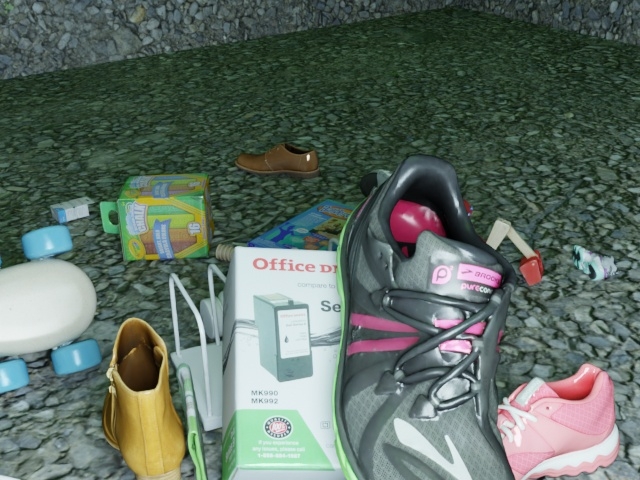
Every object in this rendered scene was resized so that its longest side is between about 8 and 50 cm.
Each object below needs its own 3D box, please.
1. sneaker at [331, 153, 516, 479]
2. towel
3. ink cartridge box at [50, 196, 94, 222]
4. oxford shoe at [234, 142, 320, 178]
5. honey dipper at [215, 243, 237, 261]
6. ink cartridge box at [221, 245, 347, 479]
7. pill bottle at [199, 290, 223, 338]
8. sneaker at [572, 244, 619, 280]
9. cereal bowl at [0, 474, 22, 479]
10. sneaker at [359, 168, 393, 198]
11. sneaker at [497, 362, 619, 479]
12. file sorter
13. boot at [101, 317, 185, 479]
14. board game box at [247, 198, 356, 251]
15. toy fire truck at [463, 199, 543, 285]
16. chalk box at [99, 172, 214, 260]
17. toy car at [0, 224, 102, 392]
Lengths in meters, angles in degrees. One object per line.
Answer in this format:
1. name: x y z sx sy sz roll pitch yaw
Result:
1. sneaker: 0.112 0.102 0.973 0.185 0.202 0.483 4 51 -18
2. towel: -0.164 0.240 1.160 0.023 0.113 0.152 -11 27 -7
3. ink cartridge box: -0.527 -0.066 1.952 0.083 0.028 0.048 -18 29 -30
4. oxford shoe: -0.103 -0.195 2.148 0.212 0.076 0.076 4 27 17
5. honey dipper: -0.119 0.035 1.705 0.160 0.031 0.030 11 28 19
6. ink cartridge box: -0.012 0.159 1.121 0.211 0.122 0.289 3 57 -12
7. pill bottle: -0.120 0.111 1.477 0.137 0.078 0.078 -14 27 -23
8. sneaker: 0.501 0.038 1.642 0.069 0.038 0.098 -6 34 -13
9. cereal bowl: -0.379 0.375 0.848 0.338 0.141 0.339 -2 25 1
10. sneaker: 0.118 -0.076 1.862 0.132 0.086 0.228 -19 31 -28
11. sneaker: 0.234 0.232 1.117 0.313 0.136 0.116 -15 27 -26
12. file sorter: -0.070 0.123 1.337 0.277 0.173 0.193 -12 26 -19
13. boot: -0.228 0.187 1.162 0.104 0.211 0.295 -10 25 -18
14. board game box: 0.000 0.000 1.639 0.160 0.047 0.210 20 38 41
15. toy fire truck: 0.297 0.002 1.611 0.135 0.192 0.047 -23 14 26
16. chalk box: -0.321 -0.046 1.771 0.212 0.133 0.132 -4 25 -1
17. toy car: -0.470 0.111 1.428 0.210 0.219 0.238 -14 -1 -25
